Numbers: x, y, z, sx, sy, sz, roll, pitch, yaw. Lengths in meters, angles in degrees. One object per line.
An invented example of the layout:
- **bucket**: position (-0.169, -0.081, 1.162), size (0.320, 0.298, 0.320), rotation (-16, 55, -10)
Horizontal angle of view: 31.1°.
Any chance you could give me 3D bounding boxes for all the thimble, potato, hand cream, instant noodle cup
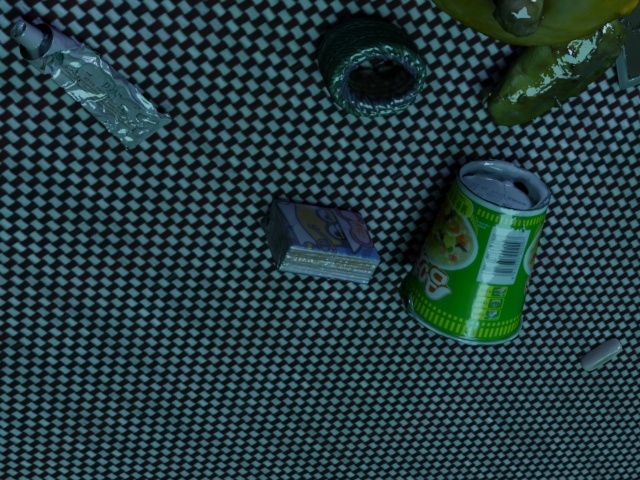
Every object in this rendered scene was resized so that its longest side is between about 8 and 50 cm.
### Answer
- **thimble**: position (0.067, -0.232, 1.532), size (0.135, 0.090, 0.118), rotation (1, 132, -18)
- **potato**: position (0.327, -0.240, 1.604), size (0.225, 0.090, 0.117), rotation (-38, 131, 18)
- **hand cream**: position (-0.301, -0.204, 1.477), size (0.084, 0.050, 0.257), rotation (-34, 139, 17)
- **instant noodle cup**: position (0.244, 0.011, 1.754), size (0.207, 0.207, 0.232), rotation (3, 125, -19)

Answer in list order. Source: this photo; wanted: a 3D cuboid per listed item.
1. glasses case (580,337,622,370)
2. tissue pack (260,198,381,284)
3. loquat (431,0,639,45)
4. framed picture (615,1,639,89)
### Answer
- **glasses case**: position (0.519, 0.211, 2.128), size (0.083, 0.032, 0.021), rotation (-37, 127, 17)
- **tissue pack**: position (0.000, 0.000, 1.713), size (0.155, 0.115, 0.065), rotation (8, 129, -25)
- **loquat**: position (0.241, -0.360, 1.289), size (0.328, 0.359, 0.328), rotation (8, 143, 6)
- **framed picture**: position (0.502, -0.349, 1.608), size (0.216, 0.016, 0.273), rotation (-21, 135, 2)
